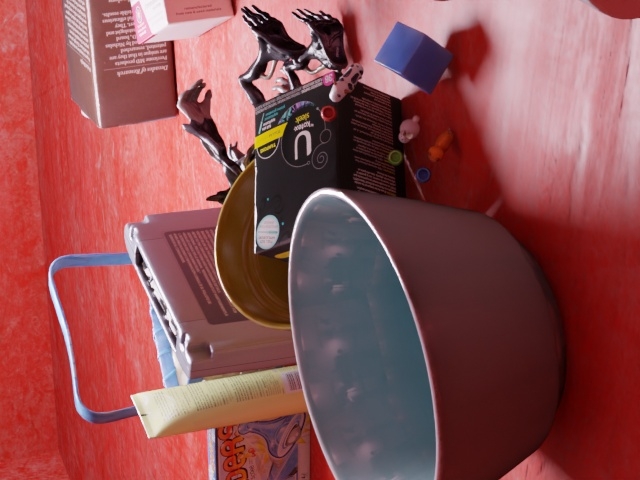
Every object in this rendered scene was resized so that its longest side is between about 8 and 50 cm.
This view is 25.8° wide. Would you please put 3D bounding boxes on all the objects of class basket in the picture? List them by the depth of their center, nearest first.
[{"bbox_3d":[-0.204,0.112,1.870,0.201,0.288,0.255,104,151,-53],"label":"basket"}]

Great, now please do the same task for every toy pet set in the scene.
[{"bbox_3d":[0.075,-0.131,1.280,0.114,0.122,0.065,-58,-4,3],"label":"toy pet set"}]

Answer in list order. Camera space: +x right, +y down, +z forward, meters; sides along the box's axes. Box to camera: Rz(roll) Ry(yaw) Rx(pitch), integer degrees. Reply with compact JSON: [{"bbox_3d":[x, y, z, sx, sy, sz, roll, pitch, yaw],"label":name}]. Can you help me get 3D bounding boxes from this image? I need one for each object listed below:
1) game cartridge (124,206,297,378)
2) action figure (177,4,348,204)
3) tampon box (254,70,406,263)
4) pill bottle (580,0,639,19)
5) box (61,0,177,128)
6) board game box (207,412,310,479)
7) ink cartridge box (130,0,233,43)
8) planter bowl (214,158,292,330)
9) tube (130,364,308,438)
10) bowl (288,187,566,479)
[{"bbox_3d":[-0.111,0.058,1.728,0.297,0.198,0.062,-123,37,-49],"label":"game cartridge"},{"bbox_3d":[-0.063,-0.141,1.581,0.141,0.164,0.276,53,139,32],"label":"action figure"},{"bbox_3d":[0.009,-0.064,1.385,0.120,0.101,0.161,-19,64,41],"label":"tampon box"},{"bbox_3d":[0.160,-0.239,0.956,0.229,0.131,0.131,-129,34,-53],"label":"pill bottle"},{"bbox_3d":[-0.323,-0.385,2.179,0.191,0.143,0.381,-139,44,-59],"label":"box"},{"bbox_3d":[-0.081,0.277,1.848,0.035,0.136,0.201,-133,37,-55],"label":"board game box"},{"bbox_3d":[-0.205,-0.402,1.903,0.172,0.100,0.237,176,84,-69],"label":"ink cartridge box"},{"bbox_3d":[0.000,0.000,1.501,0.217,0.090,0.217,-11,69,29],"label":"planter bowl"},{"bbox_3d":[-0.108,0.198,1.730,0.070,0.240,0.062,144,116,-67],"label":"tube"},{"bbox_3d":[0.102,0.094,1.226,0.311,0.163,0.312,170,90,-70],"label":"bowl"}]
